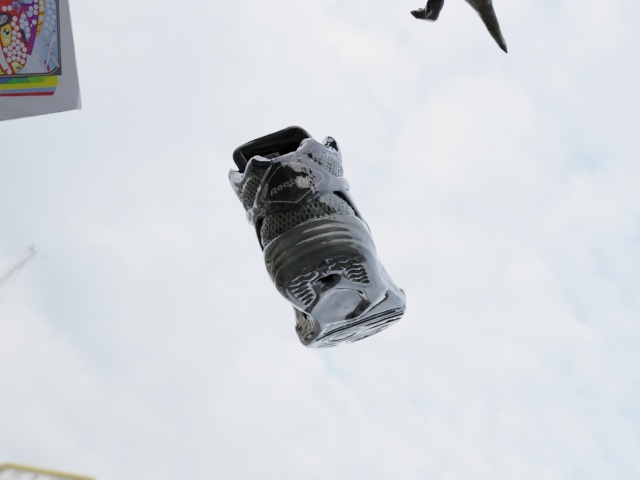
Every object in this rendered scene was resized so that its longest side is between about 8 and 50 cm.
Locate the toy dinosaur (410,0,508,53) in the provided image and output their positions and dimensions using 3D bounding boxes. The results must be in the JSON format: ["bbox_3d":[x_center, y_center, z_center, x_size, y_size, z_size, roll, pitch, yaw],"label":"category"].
[{"bbox_3d":[0.111,-0.341,0.998,0.313,0.121,0.160,61,-38,16],"label":"toy dinosaur"}]

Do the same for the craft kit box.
[{"bbox_3d":[-0.201,-0.216,0.514,0.250,0.061,0.246,-140,-134,-56],"label":"craft kit box"}]

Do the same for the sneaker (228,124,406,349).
[{"bbox_3d":[0.000,0.000,0.647,0.227,0.087,0.130,60,11,-65],"label":"sneaker"}]
